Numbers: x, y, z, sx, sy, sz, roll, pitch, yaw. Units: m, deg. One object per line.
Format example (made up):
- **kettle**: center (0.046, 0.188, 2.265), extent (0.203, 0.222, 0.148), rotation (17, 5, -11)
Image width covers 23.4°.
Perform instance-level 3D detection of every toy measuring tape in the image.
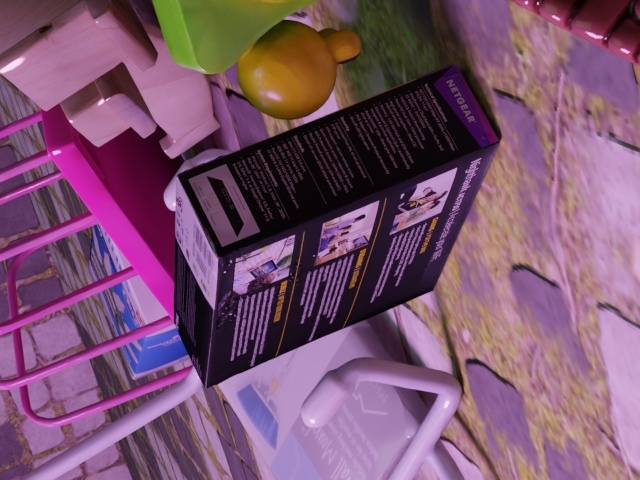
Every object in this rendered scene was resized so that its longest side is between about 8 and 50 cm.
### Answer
- **toy measuring tape**: center (-0.041, -0.209, 0.607), extent (0.121, 0.121, 0.330), rotation (-152, 44, -69)

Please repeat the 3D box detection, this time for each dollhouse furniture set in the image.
- **dollhouse furniture set**: center (-0.079, -0.168, 0.925), extent (0.303, 0.174, 0.355), rotation (61, -172, 30)

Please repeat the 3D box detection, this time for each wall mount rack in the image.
- **wall mount rack**: center (-0.065, 0.127, 0.926), extent (0.304, 0.130, 0.350), rotation (-60, 41, 23)

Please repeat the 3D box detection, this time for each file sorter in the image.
- **file sorter**: center (-0.208, -0.023, 1.123), extent (0.290, 0.182, 0.202), rotation (61, -170, -51)

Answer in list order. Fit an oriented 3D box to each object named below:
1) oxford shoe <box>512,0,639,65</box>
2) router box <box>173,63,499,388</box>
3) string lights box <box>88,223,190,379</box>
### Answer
- **oxford shoe**: center (0.050, -0.151, 0.434), extent (0.348, 0.123, 0.130), rotation (51, -166, 31)
- **router box**: center (0.000, 0.000, 0.716), extent (0.046, 0.133, 0.179), rotation (63, 164, 18)
- **string lights box**: center (-0.161, 0.038, 1.472), extent (0.259, 0.077, 0.133), rotation (121, 127, -72)
